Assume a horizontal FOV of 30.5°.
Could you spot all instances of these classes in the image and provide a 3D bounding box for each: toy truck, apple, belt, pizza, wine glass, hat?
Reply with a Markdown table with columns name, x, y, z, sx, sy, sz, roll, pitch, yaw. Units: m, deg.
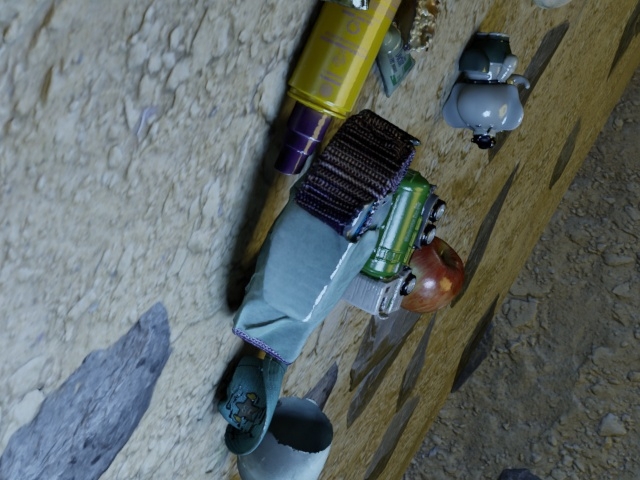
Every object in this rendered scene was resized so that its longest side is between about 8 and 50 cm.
| name | x | y | z | sx | sy | sz | roll | pitch | yaw |
| --- | --- | --- | --- | --- | --- | --- | --- | --- | --- |
| toy truck | 0.108 | -0.001 | 1.840 | 0.125 | 0.101 | 0.242 | -18 | 130 | -62 |
| apple | 0.182 | 0.060 | 2.086 | 0.131 | 0.146 | 0.146 | -41 | 177 | 31 |
| belt | 0.000 | 0.000 | 1.417 | 0.324 | 0.122 | 0.260 | -60 | 177 | 25 |
| pizza | 0.114 | -0.285 | 1.331 | 0.185 | 0.052 | 0.195 | 120 | -22 | -54 |
| wine glass | -0.072 | 0.337 | 1.704 | 0.126 | 0.126 | 0.241 | -41 | 163 | -53 |
| hat | -0.096 | 0.203 | 1.576 | 0.138 | 0.078 | 0.191 | -60 | -176 | 19 |

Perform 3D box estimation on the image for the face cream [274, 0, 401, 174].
| name | x | y | z | sx | sy | sz | roll | pitch | yaw |
| --- | --- | --- | --- | --- | --- | --- | --- | --- | --- |
| face cream | 0.018 | -0.198 | 1.289 | 0.273 | 0.078 | 0.078 | -66 | 164 | 7 |

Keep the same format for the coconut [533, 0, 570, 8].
| name | x | y | z | sx | sy | sz | roll | pitch | yaw |
| --- | --- | --- | --- | --- | --- | --- | --- | --- | --- |
| coconut | 0.387 | -0.456 | 1.974 | 0.110 | 0.124 | 0.110 | -14 | 143 | -11 |

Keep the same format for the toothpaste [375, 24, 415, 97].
| name | x | y | z | sx | sy | sz | roll | pitch | yaw |
| --- | --- | --- | --- | --- | --- | --- | --- | --- | --- |
| toothpaste | 0.095 | -0.240 | 1.539 | 0.064 | 0.041 | 0.218 | -52 | 166 | 0 |

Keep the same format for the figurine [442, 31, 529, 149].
| name | x | y | z | sx | sy | sz | roll | pitch | yaw |
| --- | --- | --- | --- | --- | --- | --- | --- | --- | --- |
| figurine | 0.278 | -0.247 | 1.945 | 0.126 | 0.147 | 0.192 | 3 | 95 | -53 |

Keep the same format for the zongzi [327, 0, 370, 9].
| name | x | y | z | sx | sy | sz | roll | pitch | yaw |
| --- | --- | --- | --- | --- | --- | --- | --- | --- | --- |
| zongzi | 0.042 | -0.352 | 1.147 | 0.187 | 0.084 | 0.184 | -62 | 155 | -29 |
